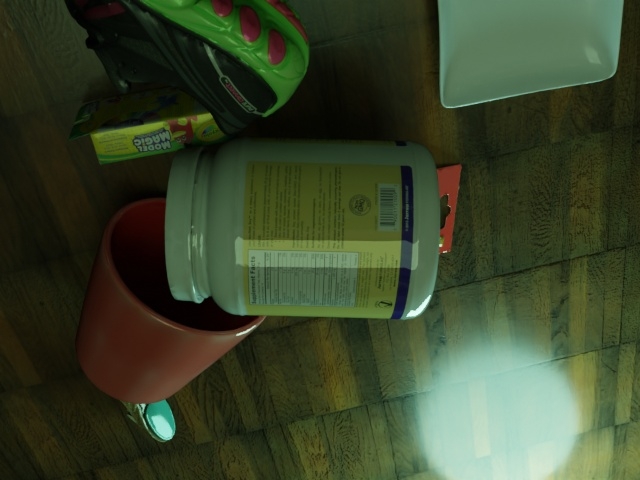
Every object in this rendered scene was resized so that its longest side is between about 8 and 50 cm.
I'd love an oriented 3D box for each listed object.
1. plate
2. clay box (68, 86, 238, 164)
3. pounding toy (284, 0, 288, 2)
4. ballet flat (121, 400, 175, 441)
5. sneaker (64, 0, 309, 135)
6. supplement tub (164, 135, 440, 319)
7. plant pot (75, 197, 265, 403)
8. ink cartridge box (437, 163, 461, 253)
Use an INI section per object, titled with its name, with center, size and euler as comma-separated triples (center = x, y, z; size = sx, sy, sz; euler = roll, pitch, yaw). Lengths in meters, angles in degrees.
[plate]
center = 0.296, -0.345, 1.015
size = 0.277, 0.045, 0.278
euler = -11, 123, -3
[clay box]
center = -0.230, -0.168, 0.996
size = 0.222, 0.127, 0.053
euler = -11, 123, -1
[pounding toy]
center = -0.045, -0.383, 0.897
size = 0.236, 0.110, 0.183
euler = -12, 124, -1
[ballet flat]
center = -0.340, 0.298, 1.328
size = 0.067, 0.073, 0.206
euler = -3, 125, 26
[sneaker]
center = -0.249, -0.289, 0.837
size = 0.482, 0.185, 0.202
euler = 36, 127, -4
[supplement tub]
center = -0.023, -0.017, 0.946
size = 0.331, 0.241, 0.241
euler = 2, 123, 0
[plant pot]
center = -0.247, 0.111, 1.109
size = 0.275, 0.275, 0.243
euler = 23, 125, -22
[ink cartridge box]
center = 0.138, -0.018, 1.164
size = 0.224, 0.056, 0.181
euler = -12, 126, -18
